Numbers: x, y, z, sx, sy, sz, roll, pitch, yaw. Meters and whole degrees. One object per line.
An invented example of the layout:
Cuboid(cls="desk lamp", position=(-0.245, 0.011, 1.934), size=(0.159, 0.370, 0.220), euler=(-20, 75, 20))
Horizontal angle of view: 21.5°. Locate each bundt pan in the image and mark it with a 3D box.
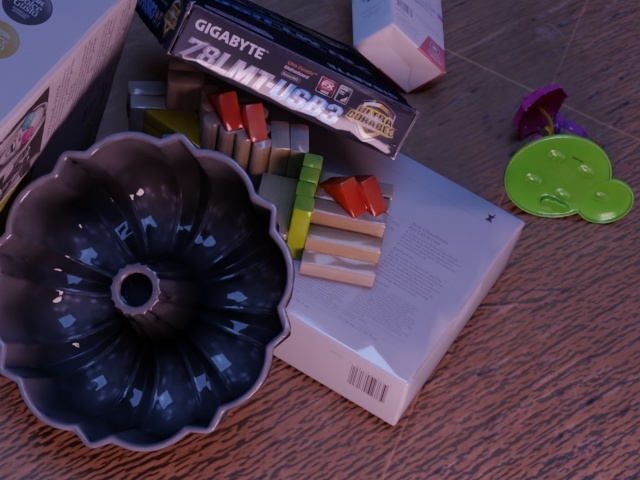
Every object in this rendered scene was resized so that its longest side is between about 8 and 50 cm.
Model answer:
Cuboid(cls="bundt pan", position=(-0.173, 0.057, 1.751), size=(0.331, 0.124, 0.331), euler=(-2, 81, 13))

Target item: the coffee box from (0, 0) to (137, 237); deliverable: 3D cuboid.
Cuboid(cls="coffee box", position=(-0.438, -0.169, 1.782), size=(0.338, 0.338, 0.334), euler=(33, 53, 5))

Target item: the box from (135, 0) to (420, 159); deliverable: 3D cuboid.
Cuboid(cls="box", position=(-0.062, -0.217, 1.937), size=(0.295, 0.073, 0.293), euler=(23, 11, -21))

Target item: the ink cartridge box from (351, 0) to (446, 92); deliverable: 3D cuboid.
Cuboid(cls="ink cartridge box", position=(0.098, -0.302, 2.155), size=(0.115, 0.067, 0.198), euler=(37, 39, -38))

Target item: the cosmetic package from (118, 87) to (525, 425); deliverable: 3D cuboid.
Cuboid(cls="cosmetic package", position=(0.000, 0.000, 1.915), size=(0.377, 0.097, 0.284), euler=(30, 54, 13))

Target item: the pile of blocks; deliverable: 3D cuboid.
Cuboid(cls="pile of blocks", position=(-0.076, -0.086, 1.836), size=(0.362, 0.112, 0.149), euler=(30, 52, 14))

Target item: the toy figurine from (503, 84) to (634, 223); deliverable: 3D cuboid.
Cuboid(cls="toy figurine", position=(0.302, -0.120, 2.076), size=(0.173, 0.130, 0.159), euler=(24, 38, -21))
